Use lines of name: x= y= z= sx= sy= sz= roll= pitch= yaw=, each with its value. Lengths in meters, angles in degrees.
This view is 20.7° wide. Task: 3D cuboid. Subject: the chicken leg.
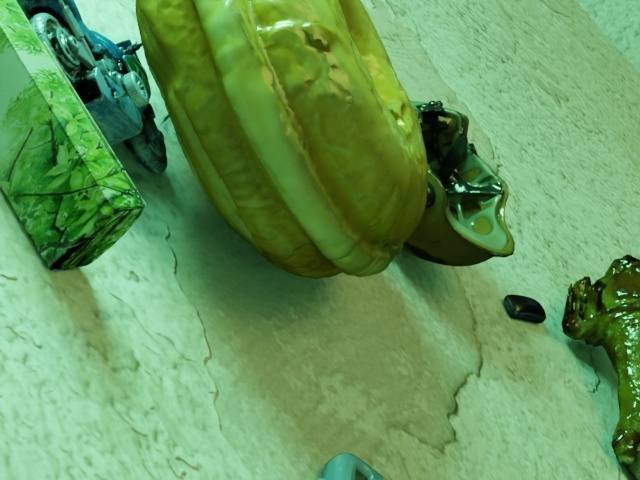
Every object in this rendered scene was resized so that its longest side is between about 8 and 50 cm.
chicken leg: x=0.408 y=0.143 z=2.307 sx=0.212 sy=0.140 sz=0.361 roll=25 pitch=39 yaw=0

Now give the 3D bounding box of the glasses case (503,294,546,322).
glasses case: x=0.267 y=0.086 z=2.271 sx=0.083 sy=0.023 sz=0.033 roll=15 pitch=44 yaw=-55

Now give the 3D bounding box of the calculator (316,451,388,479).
calculator: x=0.071 y=0.279 z=1.621 sx=0.210 sy=0.039 sz=0.121 roll=40 pitch=24 yaw=-23

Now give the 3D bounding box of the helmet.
helmet: x=0.129 y=-0.056 z=2.104 sx=0.198 sy=0.130 sz=0.224 roll=-7 pitch=70 yaw=-58

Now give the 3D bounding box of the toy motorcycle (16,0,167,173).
toy motorcycle: x=-0.216 y=-0.163 z=1.676 sx=0.254 sy=0.092 sz=0.135 roll=46 pitch=23 yaw=-57

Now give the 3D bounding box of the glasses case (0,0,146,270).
glasses case: x=-0.257 y=-0.111 z=1.532 sx=0.062 sy=0.095 sz=0.272 roll=-7 pitch=61 yaw=-58

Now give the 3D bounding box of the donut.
donut: x=-0.033 y=-0.156 z=1.775 sx=0.449 sy=0.198 sz=0.448 roll=-23 pitch=90 yaw=-79
